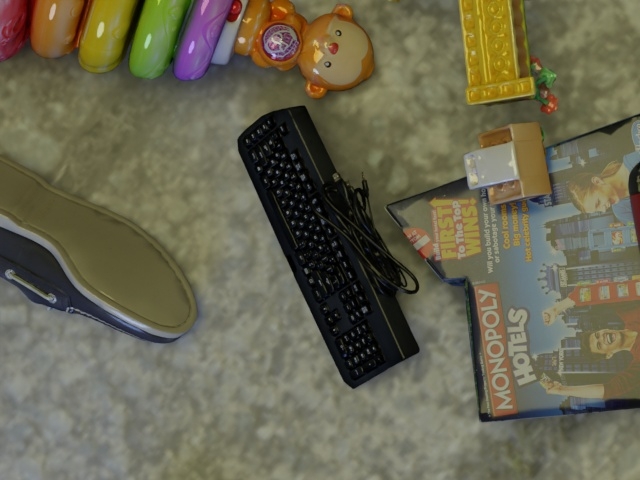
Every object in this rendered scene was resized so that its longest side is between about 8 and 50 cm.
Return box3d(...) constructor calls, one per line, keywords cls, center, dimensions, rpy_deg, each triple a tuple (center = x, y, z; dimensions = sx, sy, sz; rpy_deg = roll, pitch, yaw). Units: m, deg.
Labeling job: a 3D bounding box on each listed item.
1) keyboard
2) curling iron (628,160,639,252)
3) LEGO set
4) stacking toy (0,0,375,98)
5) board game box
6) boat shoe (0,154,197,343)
box3d(cls="keyboard", center=(0.000, 0.000, 1.310), dimensions=(0.100, 0.038, 0.192), rpy_deg=(-35, 78, 44))
box3d(cls="curling iron", center=(0.232, 0.072, 1.219), dimensions=(0.068, 0.035, 0.274), rpy_deg=(-11, 81, 43))
box3d(cls="LEGO set", center=(0.095, -0.158, 1.293), dimensions=(0.132, 0.107, 0.287), rpy_deg=(-46, 70, 23))
box3d(cls="stacking toy", center=(-0.106, -0.164, 1.328), dimensions=(0.301, 0.166, 0.175), rpy_deg=(20, 83, -4))
box3d(cls="board game box", center=(0.145, 0.019, 1.296), dimensions=(0.194, 0.060, 0.194), rpy_deg=(-6, 84, 10))
box3d(cls="boat shoe", center=(-0.177, 0.013, 1.363), dimensions=(0.206, 0.075, 0.065), rpy_deg=(33, 134, 6))
